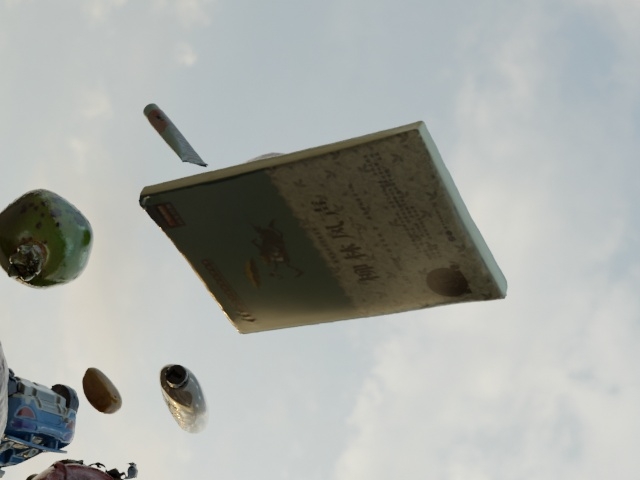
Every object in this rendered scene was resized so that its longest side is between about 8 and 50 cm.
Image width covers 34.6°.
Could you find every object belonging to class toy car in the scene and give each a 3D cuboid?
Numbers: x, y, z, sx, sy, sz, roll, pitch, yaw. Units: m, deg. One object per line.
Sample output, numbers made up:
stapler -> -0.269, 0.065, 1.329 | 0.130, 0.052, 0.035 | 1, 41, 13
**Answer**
toy car -> -0.559, 0.307, 1.706 | 0.314, 0.198, 0.166 | -8, -114, 25

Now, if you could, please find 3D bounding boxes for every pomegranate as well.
pomegranate -> -0.438, 0.005, 1.598 | 0.205, 0.159, 0.159 | -95, -151, -72

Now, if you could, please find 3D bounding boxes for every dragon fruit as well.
dragon fruit -> -0.500, 0.570, 2.000 | 0.269, 0.250, 0.291 | -97, -153, -45

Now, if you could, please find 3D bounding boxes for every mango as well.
mango -> -0.474, 0.325, 2.223 | 0.060, 0.080, 0.114 | -42, -97, 5

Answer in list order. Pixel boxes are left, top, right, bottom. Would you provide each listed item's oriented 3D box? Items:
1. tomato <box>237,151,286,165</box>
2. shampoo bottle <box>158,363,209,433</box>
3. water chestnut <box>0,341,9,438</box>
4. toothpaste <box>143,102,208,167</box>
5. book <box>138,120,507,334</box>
tomato -> -0.076, -0.033, 1.816 | 0.264, 0.264, 0.265 | -9, -103, 44
shampoo bottle -> -0.278, 0.318, 2.093 | 0.078, 0.257, 0.127 | -37, -112, -16
water chestnut -> -0.452, 0.167, 1.007 | 0.289, 0.289, 0.245 | -12, -98, 44
toothpaste -> -0.279, -0.196, 1.939 | 0.205, 0.056, 0.036 | 48, -59, 40
book -> 0.000, 0.000, 1.213 | 0.379, 0.264, 0.031 | -12, -141, 29
